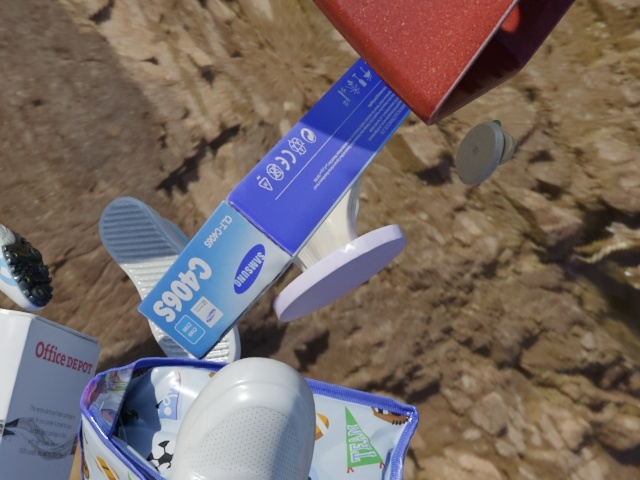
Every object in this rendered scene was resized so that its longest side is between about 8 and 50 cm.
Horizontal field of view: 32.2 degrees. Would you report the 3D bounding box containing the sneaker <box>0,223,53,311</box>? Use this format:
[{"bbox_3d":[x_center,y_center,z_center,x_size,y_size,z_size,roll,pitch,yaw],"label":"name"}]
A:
[{"bbox_3d":[-0.423,0.013,1.394,0.237,0.085,0.086,44,101,21],"label":"sneaker"}]

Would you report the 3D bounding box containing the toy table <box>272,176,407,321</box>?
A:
[{"bbox_3d":[0.000,0.000,1.813,0.274,0.252,0.161,-34,74,26],"label":"toy table"}]

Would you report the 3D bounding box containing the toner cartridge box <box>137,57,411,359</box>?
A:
[{"bbox_3d":[-0.020,-0.052,1.020,0.075,0.348,0.165,40,131,-2],"label":"toner cartridge box"}]

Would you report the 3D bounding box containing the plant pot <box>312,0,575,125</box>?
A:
[{"bbox_3d":[0.083,-0.262,0.662,0.235,0.267,0.267,40,115,8],"label":"plant pot"}]

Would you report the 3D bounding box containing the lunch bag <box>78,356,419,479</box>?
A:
[{"bbox_3d":[-0.109,0.314,1.357,0.385,0.239,0.328,16,141,1],"label":"lunch bag"}]

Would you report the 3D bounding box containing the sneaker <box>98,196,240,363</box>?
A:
[{"bbox_3d":[-0.214,0.077,1.792,0.135,0.150,0.366,-40,62,11],"label":"sneaker"}]

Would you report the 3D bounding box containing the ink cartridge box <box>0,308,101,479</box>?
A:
[{"bbox_3d":[-0.492,0.311,1.672,0.166,0.285,0.395,9,78,12],"label":"ink cartridge box"}]

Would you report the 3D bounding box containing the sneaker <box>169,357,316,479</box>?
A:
[{"bbox_3d":[-0.072,0.239,0.790,0.108,0.169,0.293,14,119,-12],"label":"sneaker"}]

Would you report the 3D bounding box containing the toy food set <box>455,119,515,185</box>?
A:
[{"bbox_3d":[0.191,-0.103,1.310,0.020,0.082,0.083,19,116,-31],"label":"toy food set"}]
